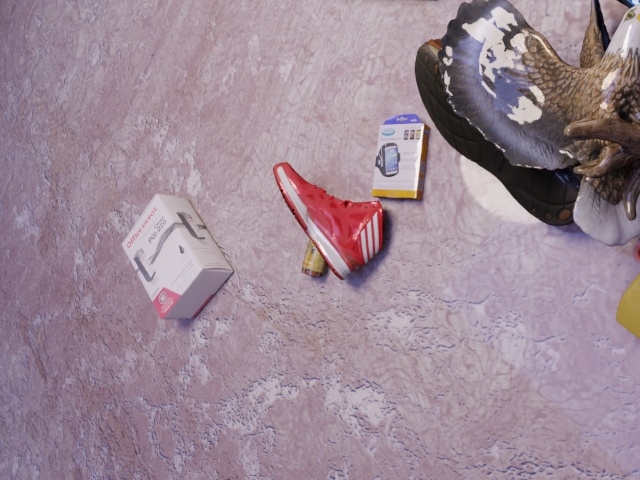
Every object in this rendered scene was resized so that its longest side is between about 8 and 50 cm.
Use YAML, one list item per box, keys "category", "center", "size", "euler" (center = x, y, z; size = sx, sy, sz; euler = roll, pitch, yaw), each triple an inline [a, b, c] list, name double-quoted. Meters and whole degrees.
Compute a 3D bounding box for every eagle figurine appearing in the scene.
- category: "eagle figurine"
  center: [0.295, -0.167, 0.574]
  size: [0.225, 0.226, 0.298]
  euler: [-46, 33, 16]

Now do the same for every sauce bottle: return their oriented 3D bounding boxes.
- category: "sauce bottle"
  center: [0.000, 0.000, 0.911]
  size: [0.042, 0.042, 0.128]
  euler: [15, 91, 34]

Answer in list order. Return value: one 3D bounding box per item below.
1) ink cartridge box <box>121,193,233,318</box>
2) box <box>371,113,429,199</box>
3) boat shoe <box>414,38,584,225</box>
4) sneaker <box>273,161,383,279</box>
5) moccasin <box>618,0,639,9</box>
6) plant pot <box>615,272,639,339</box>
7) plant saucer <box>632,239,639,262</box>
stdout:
- category: "ink cartridge box"
  center: [-0.304, 0.033, 1.083]
  size: [0.158, 0.092, 0.218]
  euler: [-48, 61, 21]
- category: "box"
  center: [0.131, -0.135, 0.843]
  size: [0.081, 0.028, 0.136]
  euler: [7, 87, 34]
- category: "boat shoe"
  center: [0.262, -0.164, 0.714]
  size: [0.120, 0.122, 0.324]
  euler: [-32, 69, -13]
- category: "sneaker"
  center: [0.023, -0.057, 0.861]
  size: [0.128, 0.087, 0.221]
  euler: [-33, 89, -4]
- category: "moccasin"
  center: [0.473, -0.240, 0.571]
  size: [0.342, 0.117, 0.137]
  euler: [44, 110, 25]
- category: "plant pot"
  center: [0.403, 0.078, 0.614]
  size: [0.081, 0.081, 0.083]
  euler: [45, 124, 28]
- category: "plant saucer"
  center: [0.508, -0.032, 0.514]
  size: [0.258, 0.048, 0.259]
  euler: [30, 115, 15]
